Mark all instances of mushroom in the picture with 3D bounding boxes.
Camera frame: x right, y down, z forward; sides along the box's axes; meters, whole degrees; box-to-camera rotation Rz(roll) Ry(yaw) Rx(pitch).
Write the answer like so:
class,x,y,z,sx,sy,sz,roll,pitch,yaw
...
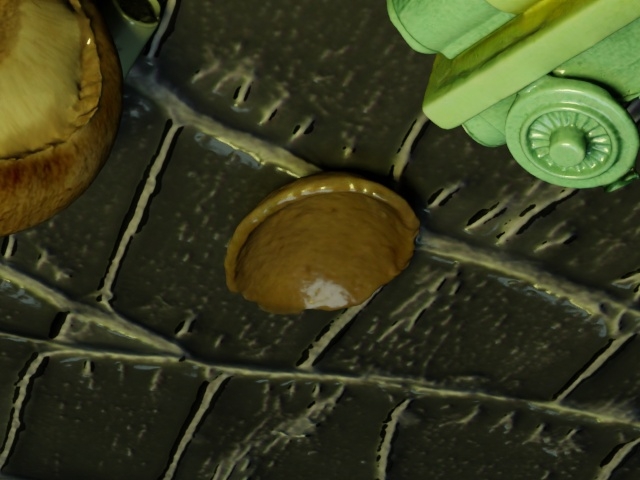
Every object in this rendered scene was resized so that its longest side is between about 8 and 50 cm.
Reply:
class,x,y,z,sx,sy,sz,roll,pitch,yaw
mushroom,-0.261,-0.128,0.995,0.297,0.278,0.163,40,153,-14

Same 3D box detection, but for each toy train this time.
class,x,y,z,sx,sy,sz,roll,pitch,yaw
toy train,0.179,-0.171,0.928,0.237,0.150,0.369,37,138,-23

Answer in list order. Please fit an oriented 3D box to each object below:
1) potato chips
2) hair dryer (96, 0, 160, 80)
class,x,y,z,sx,sy,sz,roll,pitch,yaw
potato chips,0.000,0.000,1.300,0.150,0.049,0.201,7,145,-6
hair dryer,-0.215,-0.139,1.142,0.219,0.088,0.225,-24,120,30
